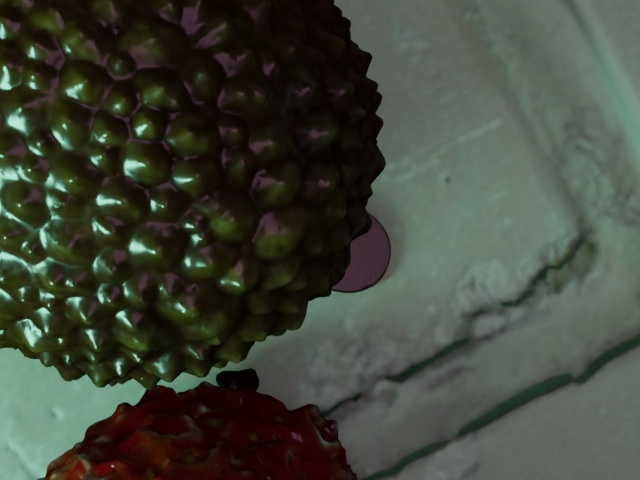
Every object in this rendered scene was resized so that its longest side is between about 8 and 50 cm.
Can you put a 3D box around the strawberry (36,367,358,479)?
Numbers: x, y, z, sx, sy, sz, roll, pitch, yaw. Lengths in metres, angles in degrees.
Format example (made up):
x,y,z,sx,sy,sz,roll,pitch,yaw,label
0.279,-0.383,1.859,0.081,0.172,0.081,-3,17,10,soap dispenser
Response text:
x,y,z,sx,sy,sz,roll,pitch,yaw,label
-0.049,0.179,1.027,0.234,0.178,0.234,1,86,-13,strawberry

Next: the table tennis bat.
x,y,z,sx,sy,sz,roll,pitch,yaw,label
0.000,0.000,1.138,0.083,0.007,0.050,20,81,-6,table tennis bat

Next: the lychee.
x,y,z,sx,sy,sz,roll,pitch,yaw,label
-0.089,-0.056,1.002,0.267,0.267,0.267,1,82,-7,lychee
